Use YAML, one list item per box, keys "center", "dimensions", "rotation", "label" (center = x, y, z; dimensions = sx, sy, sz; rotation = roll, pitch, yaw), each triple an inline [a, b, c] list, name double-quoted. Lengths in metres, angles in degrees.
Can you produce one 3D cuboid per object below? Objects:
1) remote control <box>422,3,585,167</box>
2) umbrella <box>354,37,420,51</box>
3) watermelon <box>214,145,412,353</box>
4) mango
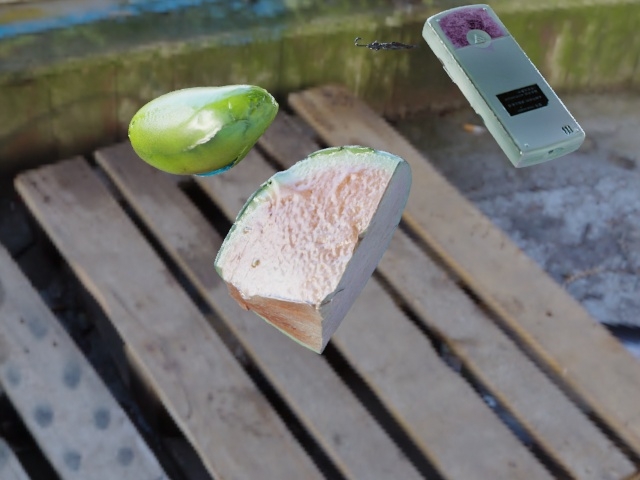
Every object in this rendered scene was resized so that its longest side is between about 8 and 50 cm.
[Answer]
- center: [0.317, -0.280, 2.106]
  dimensions: [0.145, 0.050, 0.344]
  rotation: [-17, 60, -24]
  label: "remote control"
- center: [0.120, -0.344, 2.125]
  dimensions: [0.122, 0.013, 0.022]
  rotation: [4, 79, -12]
  label: "umbrella"
- center: [-0.022, -0.008, 1.794]
  dimensions: [0.222, 0.319, 0.292]
  rotation: [26, 84, 9]
  label: "watermelon"
- center: [-0.143, -0.139, 1.500]
  dimensions: [0.232, 0.111, 0.125]
  rotation: [-11, -2, 38]
  label: "mango"
